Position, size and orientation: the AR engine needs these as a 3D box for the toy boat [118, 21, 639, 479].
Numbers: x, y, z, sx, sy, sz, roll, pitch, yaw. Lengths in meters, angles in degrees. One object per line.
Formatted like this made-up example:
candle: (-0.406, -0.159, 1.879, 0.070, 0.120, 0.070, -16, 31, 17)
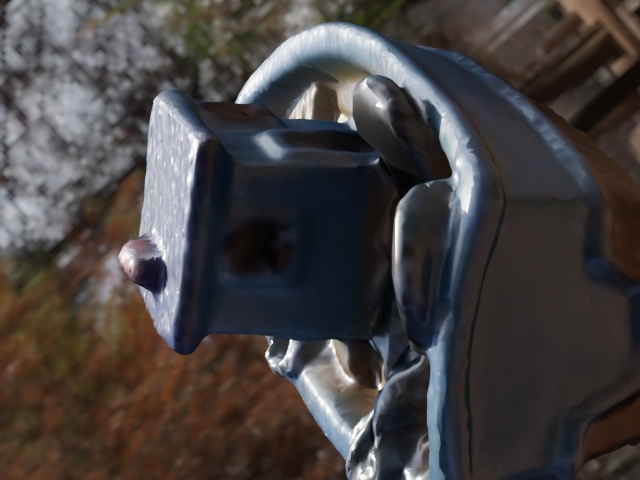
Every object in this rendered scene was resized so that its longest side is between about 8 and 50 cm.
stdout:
toy boat: (0.000, 0.000, 0.427, 0.097, 0.100, 0.223, 3, -169, -15)
